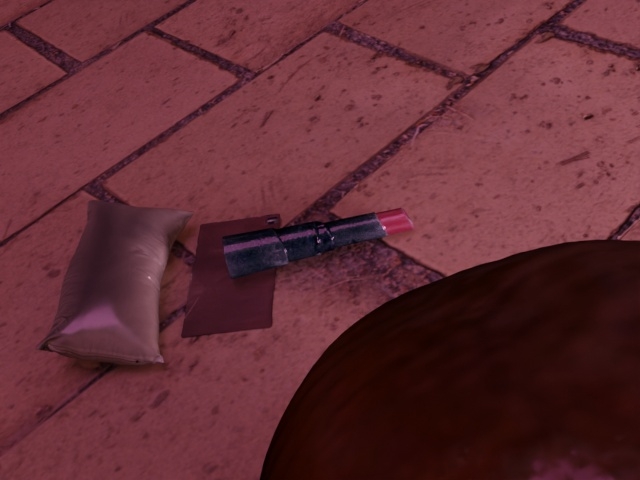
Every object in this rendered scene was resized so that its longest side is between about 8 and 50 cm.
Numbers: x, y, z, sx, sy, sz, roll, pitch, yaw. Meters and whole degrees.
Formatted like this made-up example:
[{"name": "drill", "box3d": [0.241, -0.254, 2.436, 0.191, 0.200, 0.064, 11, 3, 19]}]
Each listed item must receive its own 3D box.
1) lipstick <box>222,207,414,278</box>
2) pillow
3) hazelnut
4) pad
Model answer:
[{"name": "lipstick", "box3d": [0.000, 0.000, 0.935, 0.234, 0.053, 0.053, -11, 44, -2]}, {"name": "pillow", "box3d": [-0.245, 0.044, 0.947, 0.144, 0.078, 0.254, -1, 46, 3]}, {"name": "hazelnut", "box3d": [0.146, 0.180, 0.479, 0.360, 0.359, 0.409, -12, 19, 5]}, {"name": "pad", "box3d": [-0.109, 0.041, 0.959, 0.113, 0.006, 0.187, -7, 46, 9]}]
